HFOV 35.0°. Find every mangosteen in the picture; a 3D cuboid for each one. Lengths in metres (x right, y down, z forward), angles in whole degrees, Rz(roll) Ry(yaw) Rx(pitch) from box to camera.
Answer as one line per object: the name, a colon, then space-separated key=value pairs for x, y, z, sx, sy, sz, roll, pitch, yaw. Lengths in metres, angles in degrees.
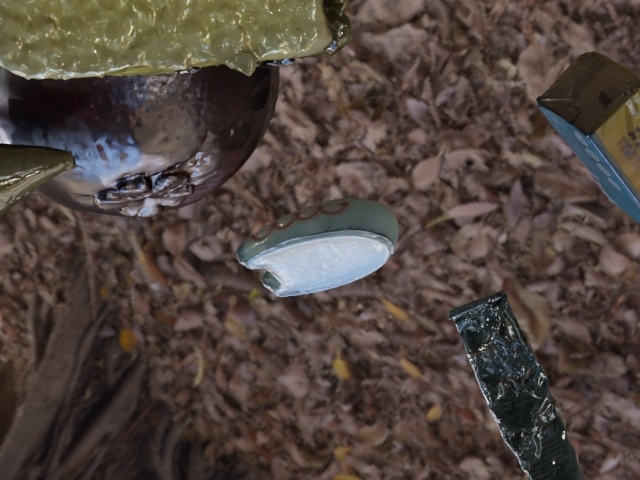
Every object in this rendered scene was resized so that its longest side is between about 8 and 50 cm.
mangosteen: x=-0.179 y=-0.167 z=0.928 sx=0.297 sy=0.293 sz=0.297 roll=6 pitch=162 yaw=2

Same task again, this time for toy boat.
toy boat: x=0.000 y=0.000 z=1.302 sx=0.208 sy=0.078 sz=0.134 roll=-19 pitch=140 yaw=18

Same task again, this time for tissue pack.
tissue pack: x=0.306 y=-0.094 z=1.010 sx=0.169 sy=0.082 sz=0.120 roll=45 pitch=-173 yaw=-29

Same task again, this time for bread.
bread: x=-0.095 y=-0.199 z=0.427 sx=0.178 sy=0.142 sz=0.266 roll=11 pitch=109 yaw=57

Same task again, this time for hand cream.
hand cream: x=0.220 y=0.177 z=1.101 sx=0.075 sy=0.052 sz=0.247 roll=-27 pitch=85 yaw=17

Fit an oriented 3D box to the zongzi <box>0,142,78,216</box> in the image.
zongzi: x=-0.326 y=0.023 z=0.757 sx=0.250 sy=0.274 sz=0.125 roll=110 pitch=148 yaw=-47
